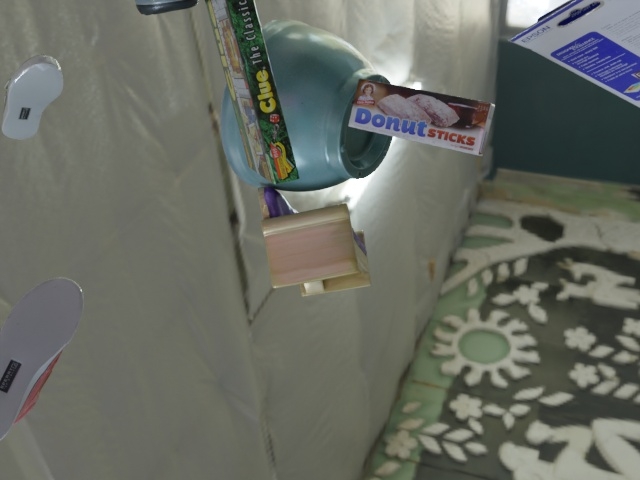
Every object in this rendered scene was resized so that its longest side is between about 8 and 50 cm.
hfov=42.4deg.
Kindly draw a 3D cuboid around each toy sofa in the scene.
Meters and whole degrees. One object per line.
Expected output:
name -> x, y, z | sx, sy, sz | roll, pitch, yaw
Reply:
toy sofa -> 0.000, 0.000, 1.515 | 0.362, 0.150, 0.177 | 43, -143, -80

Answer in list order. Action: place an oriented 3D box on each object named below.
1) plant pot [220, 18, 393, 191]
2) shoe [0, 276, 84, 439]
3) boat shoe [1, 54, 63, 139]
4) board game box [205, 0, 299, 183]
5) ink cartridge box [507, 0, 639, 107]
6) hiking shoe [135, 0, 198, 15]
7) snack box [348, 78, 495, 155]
plant pot -> 0.004, -0.206, 1.375 | 0.293, 0.196, 0.293 | -33, -47, -45
shoe -> -0.297, 0.117, 0.833 | 0.178, 0.063, 0.081 | -62, 10, -10
boat shoe -> -0.478, -0.247, 1.345 | 0.078, 0.219, 0.070 | 5, -116, -34
board game box -> -0.077, -0.187, 0.782 | 0.136, 0.030, 0.259 | -137, 31, -73
ink cartridge box -> 0.391, -0.248, 0.998 | 0.333, 0.165, 0.065 | 13, -114, -37
hiking shoe -> -0.207, -0.426, 1.099 | 0.304, 0.113, 0.132 | -107, 10, -45
snack box -> 0.124, -0.155, 1.031 | 0.022, 0.178, 0.064 | -4, -72, -63
